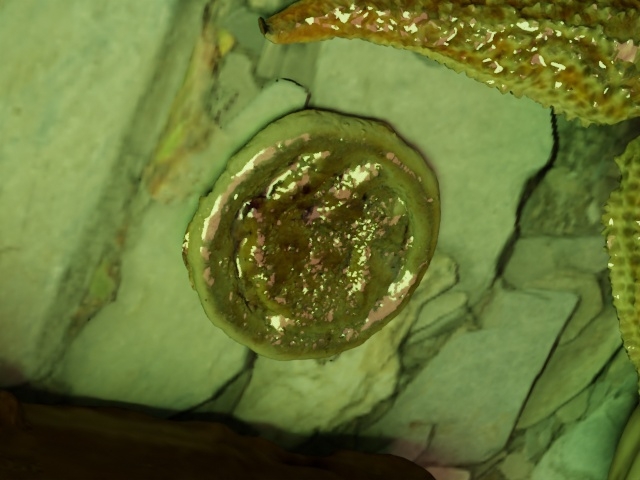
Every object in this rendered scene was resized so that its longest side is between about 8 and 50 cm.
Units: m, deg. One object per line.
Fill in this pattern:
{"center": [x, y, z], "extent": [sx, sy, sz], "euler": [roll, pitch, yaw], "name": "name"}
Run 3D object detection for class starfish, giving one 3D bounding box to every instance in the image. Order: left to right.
{"center": [0.168, -0.030, 0.508], "extent": [0.301, 0.084, 0.293], "euler": [-24, 89, -12], "name": "starfish"}

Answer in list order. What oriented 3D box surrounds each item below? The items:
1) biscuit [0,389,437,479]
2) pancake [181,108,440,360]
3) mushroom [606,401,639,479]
{"center": [-0.117, 0.278, 0.548], "extent": [0.343, 0.166, 0.395], "euler": [13, 99, -28], "name": "biscuit"}
{"center": [0.000, 0.000, 0.567], "extent": [0.139, 0.022, 0.139], "euler": [-11, 121, -19], "name": "pancake"}
{"center": [0.323, 0.101, 0.636], "extent": [0.314, 0.314, 0.336], "euler": [-3, 98, -22], "name": "mushroom"}
